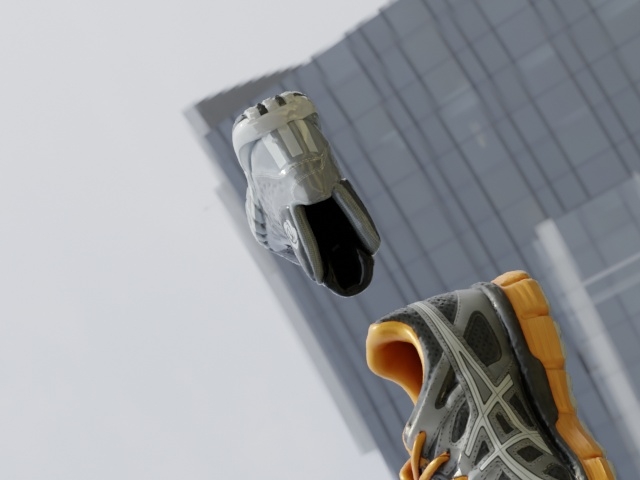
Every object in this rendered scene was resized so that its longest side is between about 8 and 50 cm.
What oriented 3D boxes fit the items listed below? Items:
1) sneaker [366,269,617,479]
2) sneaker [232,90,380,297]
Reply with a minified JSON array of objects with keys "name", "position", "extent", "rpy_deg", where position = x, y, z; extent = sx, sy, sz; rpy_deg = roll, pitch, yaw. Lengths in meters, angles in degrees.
[{"name":"sneaker","position":[0.076,0.103,0.635],"extent":[0.215,0.083,0.084],"rpy_deg":[-105,11,-49]},{"name":"sneaker","position":[0.000,0.000,1.092],"extent":[0.132,0.086,0.228],"rpy_deg":[61,179,28]}]
